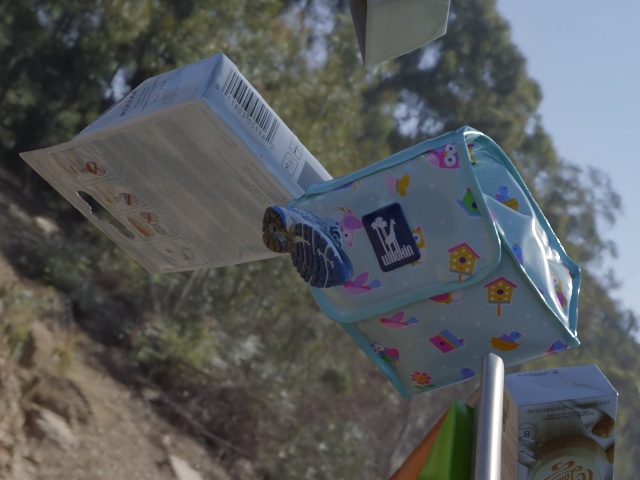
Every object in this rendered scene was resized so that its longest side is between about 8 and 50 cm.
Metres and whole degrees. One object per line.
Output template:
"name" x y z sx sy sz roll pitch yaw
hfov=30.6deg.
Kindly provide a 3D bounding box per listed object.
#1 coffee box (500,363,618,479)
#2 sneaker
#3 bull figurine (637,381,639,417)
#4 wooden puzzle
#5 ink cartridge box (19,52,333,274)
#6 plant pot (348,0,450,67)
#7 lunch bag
"coffee box" 0.322 0.306 1.598 0.141 0.247 0.098 -6 21 -6
"sneaker" 0.000 0.000 1.054 0.058 0.052 0.135 -5 27 -29
"bull figurine" 0.592 0.253 1.620 0.310 0.188 0.101 -13 -27 3
"wooden puzzle" 0.061 0.219 0.833 0.044 0.239 0.221 27 28 -5
"ink cartridge box" -0.192 -0.089 1.658 0.385 0.091 0.308 -10 -43 39
"plant pot" 0.086 -0.269 1.274 0.096 0.109 0.109 -9 -31 -4
"lunch bag" 0.115 0.018 1.199 0.223 0.160 0.262 -21 -54 29
